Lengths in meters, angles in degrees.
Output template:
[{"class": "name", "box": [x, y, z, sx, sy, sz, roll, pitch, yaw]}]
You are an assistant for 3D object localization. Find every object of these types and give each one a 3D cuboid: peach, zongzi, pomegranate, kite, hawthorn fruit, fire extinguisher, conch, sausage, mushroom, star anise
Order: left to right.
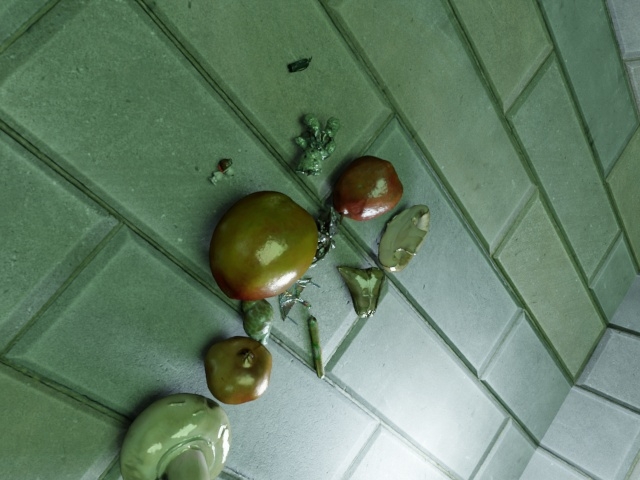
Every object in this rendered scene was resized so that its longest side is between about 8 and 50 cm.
[{"class": "mushroom", "box": [-0.415, 0.626, 1.332, 0.315, 0.315, 0.356, 32, 49, -35]}, {"class": "pomegranate", "box": [-0.251, 0.394, 1.413, 0.209, 0.209, 0.209, -9, 106, -32]}, {"class": "conch", "box": [-0.199, 0.250, 1.472, 0.116, 0.106, 0.173, -64, 158, -47]}, {"class": "peach", "box": [-0.165, 0.022, 1.320, 0.332, 0.308, 0.308, -52, 123, -19]}, {"class": "kite", "box": [-0.085, 0.195, 1.589, 0.160, 0.010, 0.183, 39, 79, -34]}, {"class": "fire extinguisher", "box": [-0.060, -0.537, 1.425, 0.083, 0.025, 0.038, -31, 154, -24]}, {"class": "sausage", "box": [-0.013, 0.387, 1.670, 0.033, 0.033, 0.269, -18, 111, -29]}, {"class": "star anise", "box": [0.000, 0.001, 1.525, 0.209, 0.089, 0.231, 13, 96, -64]}, {"class": "zongzi", "box": [0.127, 0.182, 1.682, 0.197, 0.099, 0.194, 8, 97, -24]}, {"class": "hawthorn fruit", "box": [0.137, -0.154, 1.540, 0.262, 0.210, 0.210, -41, 121, -12]}, {"class": "mushroom", "box": [0.326, 0.008, 1.749, 0.285, 0.156, 0.151, -55, 144, -12]}]

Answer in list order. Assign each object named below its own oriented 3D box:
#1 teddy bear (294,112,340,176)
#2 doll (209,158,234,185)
[{"class": "teddy bear", "box": [-0.020, -0.287, 1.465, 0.133, 0.111, 0.213, 16, 80, 6]}, {"class": "doll", "box": [-0.287, -0.200, 1.345, 0.085, 0.040, 0.058, -31, 127, -25]}]
